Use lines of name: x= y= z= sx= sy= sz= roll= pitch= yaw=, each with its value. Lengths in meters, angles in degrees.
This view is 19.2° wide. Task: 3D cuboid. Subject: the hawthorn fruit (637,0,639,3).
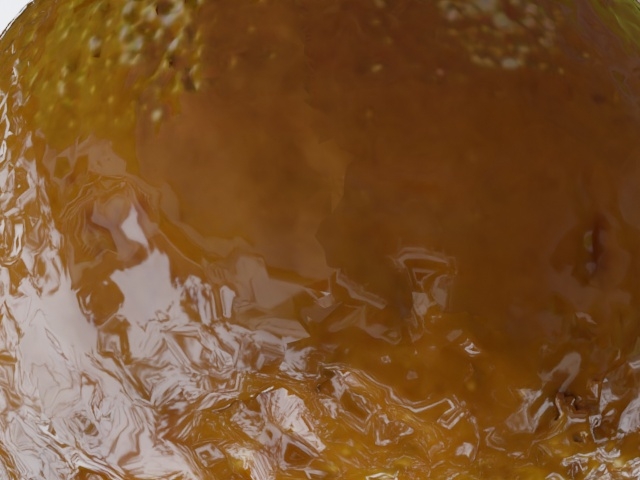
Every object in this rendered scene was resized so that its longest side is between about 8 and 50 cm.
hawthorn fruit: x=0.189 y=-0.114 z=0.824 sx=0.162 sy=0.203 sz=0.163 roll=-7 pitch=-148 yaw=4

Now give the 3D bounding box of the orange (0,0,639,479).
orange: x=0.000 y=0.000 z=0.446 sx=0.193 sy=0.193 sz=0.161 roll=9 pitch=-120 yaw=-25
